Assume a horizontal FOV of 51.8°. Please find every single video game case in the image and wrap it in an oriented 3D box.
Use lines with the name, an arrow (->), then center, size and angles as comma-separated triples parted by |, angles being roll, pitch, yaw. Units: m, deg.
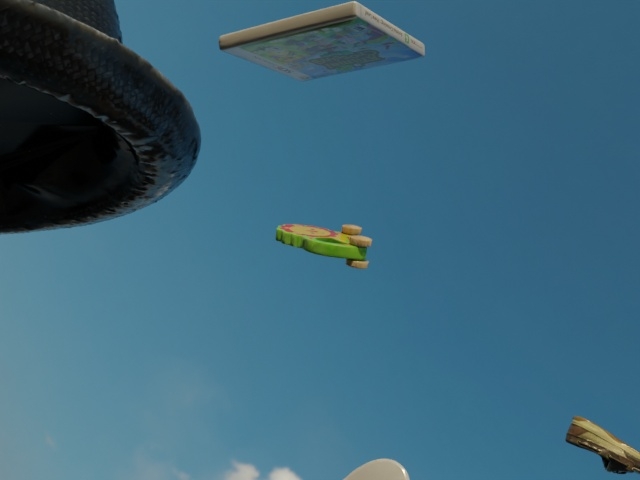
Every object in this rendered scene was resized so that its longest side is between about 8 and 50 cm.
video game case -> 0.005, -0.262, 0.895 | 0.213, 0.193, 0.023 | -2, -92, 33

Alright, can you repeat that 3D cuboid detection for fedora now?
fedora -> -0.241, -0.115, 0.415 | 0.334, 0.334, 0.152 | -23, -117, 48

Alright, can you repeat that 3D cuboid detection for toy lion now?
toy lion -> 0.000, 0.000, 0.710 | 0.100, 0.096, 0.034 | -120, -142, -76

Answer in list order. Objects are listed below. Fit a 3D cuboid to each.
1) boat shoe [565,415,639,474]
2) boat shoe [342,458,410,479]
boat shoe -> 0.432, 0.318, 0.968 | 0.152, 0.049, 0.056 | 32, -7, 16
boat shoe -> 0.034, 0.416, 0.913 | 0.095, 0.258, 0.084 | 38, -9, 33
